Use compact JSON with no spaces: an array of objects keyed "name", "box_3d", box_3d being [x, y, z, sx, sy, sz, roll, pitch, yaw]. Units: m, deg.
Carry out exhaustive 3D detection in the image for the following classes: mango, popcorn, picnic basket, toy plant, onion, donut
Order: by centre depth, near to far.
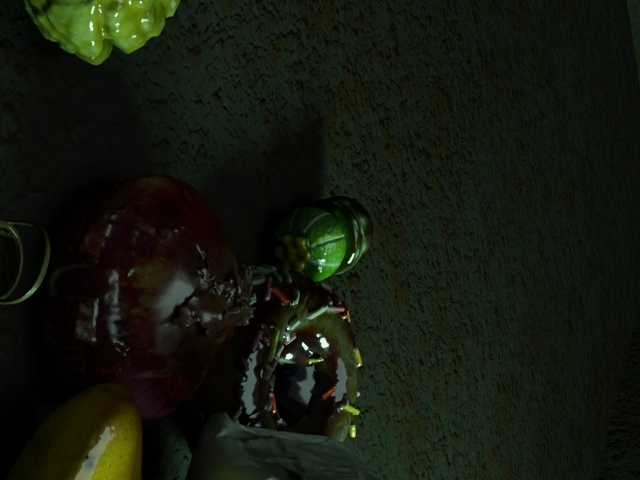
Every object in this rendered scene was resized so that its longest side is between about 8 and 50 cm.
[{"name":"picnic basket","box_3d":[-0.254,0.018,1.091,0.072,0.083,0.072,3,90,-65]},{"name":"popcorn","box_3d":[-0.175,-0.236,1.149,0.173,0.142,0.173,-22,117,-54]},{"name":"mango","box_3d":[-0.212,0.269,1.182,0.177,0.120,0.295,-25,115,-53]},{"name":"onion","box_3d":[-0.141,0.057,1.249,0.230,0.163,0.230,-36,133,-52]},{"name":"donut","box_3d":[-0.048,0.155,1.490,0.269,0.103,0.270,-4,95,-53]},{"name":"toy plant","box_3d":[0.000,0.000,1.622,0.162,0.092,0.093,-23,114,-63]}]

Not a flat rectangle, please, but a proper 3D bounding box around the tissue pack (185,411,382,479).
[{"name":"tissue pack","box_3d":[-0.054,0.370,1.275,0.266,0.194,0.356,-154,-102,-73]}]
